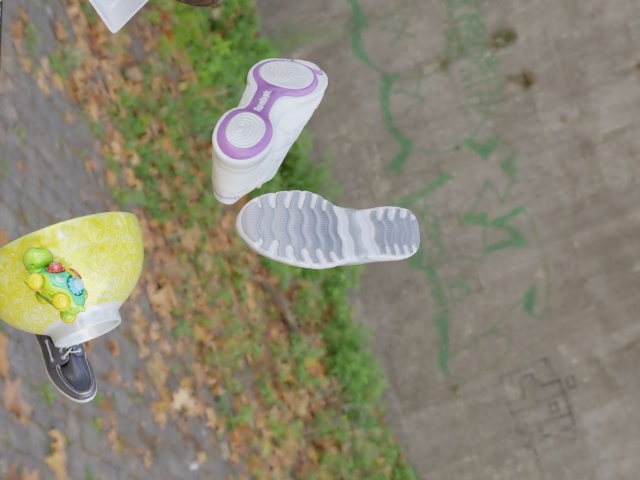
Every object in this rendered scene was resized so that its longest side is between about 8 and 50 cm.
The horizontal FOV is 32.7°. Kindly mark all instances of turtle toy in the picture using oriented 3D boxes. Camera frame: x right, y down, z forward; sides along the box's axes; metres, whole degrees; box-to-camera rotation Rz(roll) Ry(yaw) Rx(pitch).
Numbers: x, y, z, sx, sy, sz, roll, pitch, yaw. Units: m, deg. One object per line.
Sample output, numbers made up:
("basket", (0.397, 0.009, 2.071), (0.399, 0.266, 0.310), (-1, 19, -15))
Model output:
("turtle toy", (-0.397, 0.063, 1.624), (0.130, 0.066, 0.095), (37, -18, 8))

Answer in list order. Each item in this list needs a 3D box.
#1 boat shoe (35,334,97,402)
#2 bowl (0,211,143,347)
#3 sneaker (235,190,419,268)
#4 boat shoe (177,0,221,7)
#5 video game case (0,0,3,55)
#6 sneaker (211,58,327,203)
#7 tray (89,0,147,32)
("boat shoe", (-0.456, 0.191, 1.921), (0.206, 0.075, 0.065), (57, -28, 22))
("bowl", (-0.409, 0.083, 1.794), (0.289, 0.289, 0.156), (40, 26, -77))
("sneaker", (0.000, 0.000, 1.528), (0.115, 0.281, 0.105), (-20, -113, 55))
("boat shoe", (-0.233, -0.435, 1.695), (0.095, 0.257, 0.095), (-61, 145, -10))
("video game case", (-0.644, -0.271, 1.952), (0.248, 0.035, 0.275), (-69, 177, -50))
("sneaker", (-0.091, -0.178, 1.703), (0.305, 0.114, 0.152), (-53, 167, -42))
("tray", (-0.307, -0.480, 1.801), (0.270, 0.030, 0.145), (-53, 126, -28))
